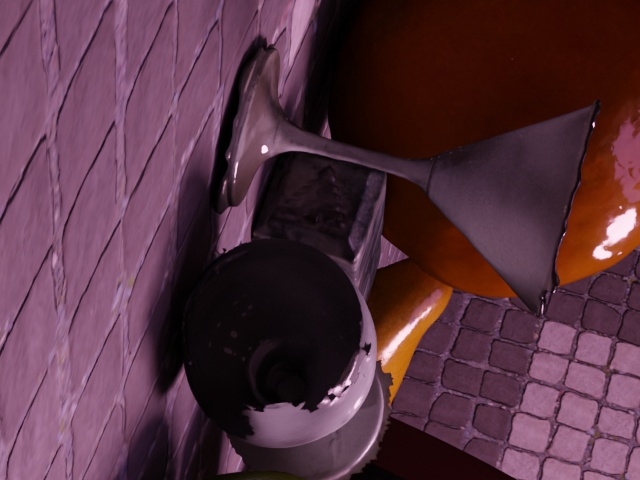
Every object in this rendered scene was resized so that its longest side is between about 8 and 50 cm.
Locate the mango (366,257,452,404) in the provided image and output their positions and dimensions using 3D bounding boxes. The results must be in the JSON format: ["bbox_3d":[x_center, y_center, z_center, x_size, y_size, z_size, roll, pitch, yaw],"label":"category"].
[{"bbox_3d":[0.021,0.107,1.717,0.157,0.109,0.262,-13,141,-54],"label":"mango"}]

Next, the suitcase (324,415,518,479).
[{"bbox_3d":[0.029,0.291,1.589,0.297,0.236,0.161,-49,-161,43],"label":"suitcase"}]

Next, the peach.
[{"bbox_3d":[0.166,-0.129,1.599,0.301,0.343,0.343,60,24,-16],"label":"peach"}]

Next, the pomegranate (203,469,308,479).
[{"bbox_3d":[-0.050,0.331,1.289,0.358,0.216,0.310,-43,157,-74],"label":"pomegranate"}]

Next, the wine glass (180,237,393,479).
[{"bbox_3d":[-0.023,0.089,1.332,0.321,0.143,0.143,73,34,-73],"label":"wine glass"}]

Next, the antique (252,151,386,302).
[{"bbox_3d":[0.000,0.000,1.512,0.183,0.088,0.086,92,15,-66],"label":"antique"}]

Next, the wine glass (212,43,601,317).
[{"bbox_3d":[0.056,-0.048,1.241,0.156,0.232,0.156,15,90,-84],"label":"wine glass"}]
